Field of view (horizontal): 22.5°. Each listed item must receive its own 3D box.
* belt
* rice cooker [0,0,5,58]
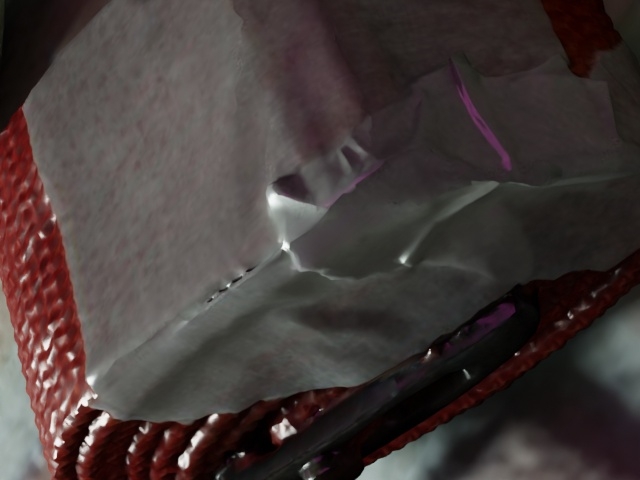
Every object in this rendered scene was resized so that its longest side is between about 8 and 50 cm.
[{"bbox_3d":[0.000,0.000,0.433,0.201,0.128,0.124,-38,55,30],"label":"belt"},{"bbox_3d":[-0.273,-0.088,0.594,0.316,0.316,0.264,35,111,41],"label":"rice cooker"}]
